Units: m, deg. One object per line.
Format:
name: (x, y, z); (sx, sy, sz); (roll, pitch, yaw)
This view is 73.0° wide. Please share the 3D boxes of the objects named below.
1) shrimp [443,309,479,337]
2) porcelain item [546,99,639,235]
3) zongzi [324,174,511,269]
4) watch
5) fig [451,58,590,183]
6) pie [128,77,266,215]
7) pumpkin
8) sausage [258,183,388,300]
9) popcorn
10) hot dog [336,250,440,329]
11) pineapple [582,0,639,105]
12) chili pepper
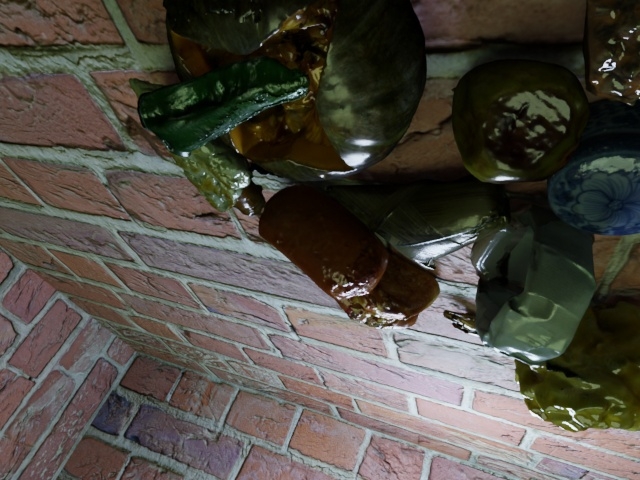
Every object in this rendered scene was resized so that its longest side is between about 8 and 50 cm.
shrimp: (0.356, 0.200, 1.038); (0.163, 0.045, 0.095); (23, 169, -7)
porcelain item: (0.361, -0.084, 0.532); (0.147, 0.114, 0.147); (16, 147, 11)
zongzi: (0.154, -0.068, 0.698); (0.242, 0.112, 0.221); (33, 149, -12)
watch: (0.322, 0.073, 0.670); (0.162, 0.241, 0.253); (16, 148, 10)
fig: (0.224, -0.142, 0.509); (0.144, 0.165, 0.154); (-38, 139, 20)
pie: (-0.207, -0.160, 0.728); (0.257, 0.105, 0.274); (47, 174, 9)
pumpkin: (-0.027, -0.214, 0.527); (0.321, 0.192, 0.320); (19, 147, 13)
sausage: (0.001, -0.001, 0.819); (0.268, 0.141, 0.153); (38, 172, 19)
popcorn: (0.510, 0.237, 0.793); (0.287, 0.252, 0.215); (-13, 120, 38)
hot dog: (0.121, 0.108, 0.937); (0.257, 0.153, 0.150); (29, 148, -7)
pineapple: (0.404, -0.188, 0.319); (0.365, 0.165, 0.165); (3, 143, 27)
chili pepper: (-0.097, -0.141, 0.454); (0.227, 0.059, 0.088); (0, 143, 38)
